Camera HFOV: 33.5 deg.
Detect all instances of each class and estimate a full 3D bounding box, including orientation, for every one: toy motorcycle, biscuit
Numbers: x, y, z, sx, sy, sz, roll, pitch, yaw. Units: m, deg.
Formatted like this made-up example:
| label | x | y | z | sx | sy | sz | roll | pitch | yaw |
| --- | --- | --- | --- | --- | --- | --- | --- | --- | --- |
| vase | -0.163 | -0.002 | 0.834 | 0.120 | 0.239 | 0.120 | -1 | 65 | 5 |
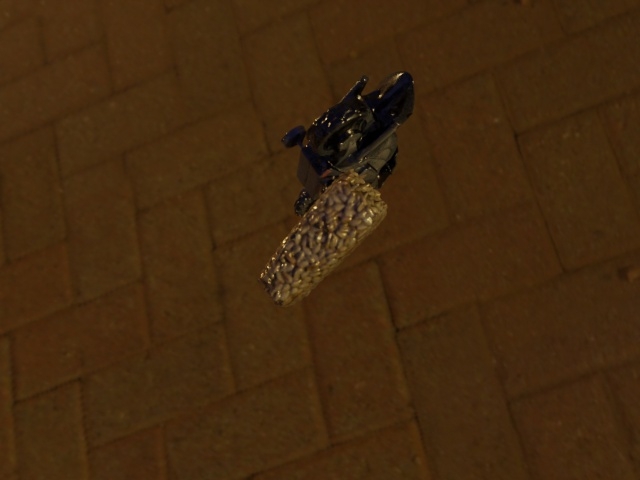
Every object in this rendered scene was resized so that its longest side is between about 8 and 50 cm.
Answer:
| label | x | y | z | sx | sy | sz | roll | pitch | yaw |
| --- | --- | --- | --- | --- | --- | --- | --- | --- | --- |
| toy motorcycle | 0.043 | -0.126 | 1.478 | 0.173 | 0.307 | 0.108 | -30 | 76 | -18 |
| biscuit | 0.000 | 0.000 | 1.160 | 0.070 | 0.082 | 0.168 | 44 | 106 | 5 |
